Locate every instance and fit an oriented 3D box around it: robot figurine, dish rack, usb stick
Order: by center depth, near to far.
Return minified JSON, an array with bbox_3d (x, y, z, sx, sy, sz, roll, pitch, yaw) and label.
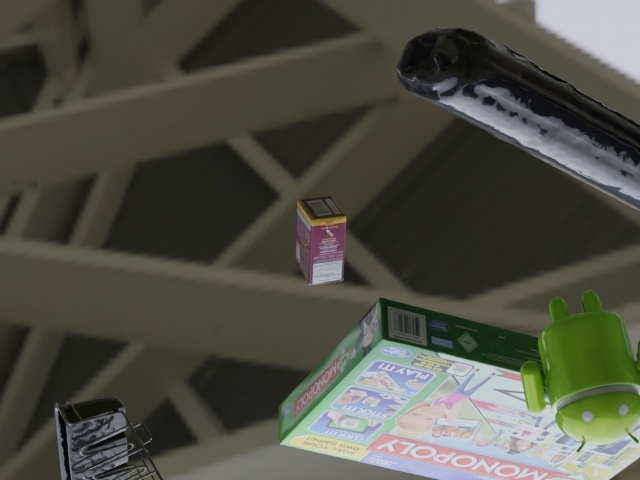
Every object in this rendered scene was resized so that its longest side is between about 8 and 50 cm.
[{"bbox_3d":[0.163,-0.055,0.992,0.278,0.045,0.077,23,175,-33],"label":"usb stick"},{"bbox_3d":[0.197,0.097,1.221,0.101,0.067,0.115,-12,-114,5],"label":"robot figurine"},{"bbox_3d":[-0.172,0.296,1.630,0.074,0.208,0.271,-20,-131,-20],"label":"dish rack"}]

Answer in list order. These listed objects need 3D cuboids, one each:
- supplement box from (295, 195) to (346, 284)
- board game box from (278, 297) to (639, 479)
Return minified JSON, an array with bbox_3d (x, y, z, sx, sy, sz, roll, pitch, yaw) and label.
[{"bbox_3d":[0.000,0.000,1.883,0.043,0.083,0.055,-7,-150,-18],"label":"supplement box"},{"bbox_3d":[0.149,0.155,1.535,0.317,0.213,0.046,15,-128,-20],"label":"board game box"}]
